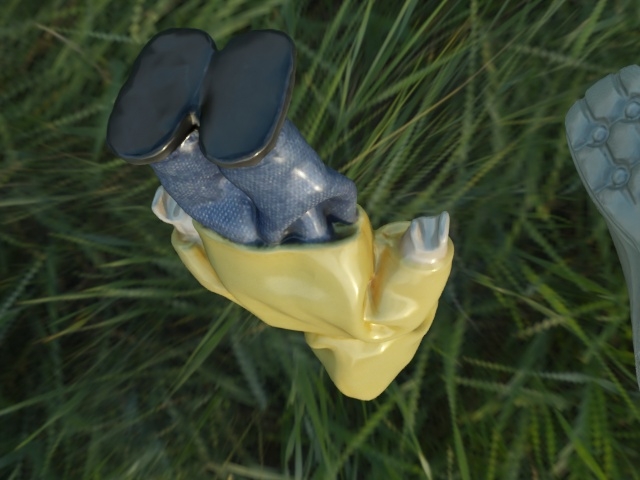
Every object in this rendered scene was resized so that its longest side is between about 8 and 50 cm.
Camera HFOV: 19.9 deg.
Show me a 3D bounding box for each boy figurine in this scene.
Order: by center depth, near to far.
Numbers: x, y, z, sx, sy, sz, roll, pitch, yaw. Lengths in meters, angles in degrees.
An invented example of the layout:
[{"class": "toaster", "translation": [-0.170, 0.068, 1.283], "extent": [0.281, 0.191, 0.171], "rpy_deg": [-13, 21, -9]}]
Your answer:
[{"class": "boy figurine", "translation": [0.000, 0.000, 1.013], "extent": [0.177, 0.285, 0.092], "rpy_deg": [2, 61, 30]}]

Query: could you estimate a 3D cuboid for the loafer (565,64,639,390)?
[{"class": "loafer", "translation": [0.244, 0.031, 1.134], "extent": [0.112, 0.111, 0.319], "rpy_deg": [-30, 53, 27]}]
